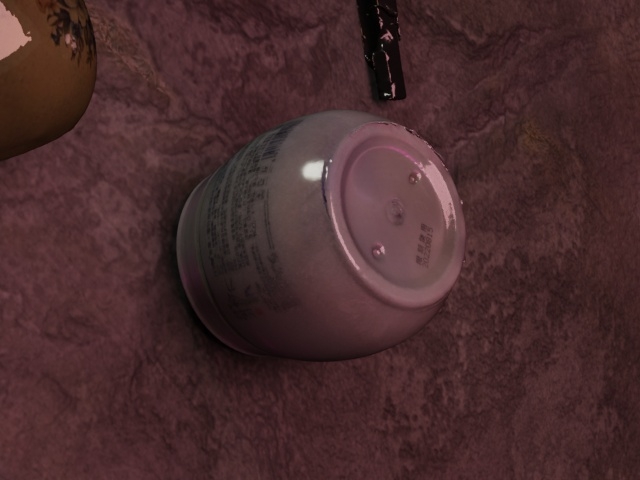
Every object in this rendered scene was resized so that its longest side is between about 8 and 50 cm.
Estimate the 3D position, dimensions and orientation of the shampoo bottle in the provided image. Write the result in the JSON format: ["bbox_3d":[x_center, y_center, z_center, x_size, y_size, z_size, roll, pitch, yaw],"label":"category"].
[{"bbox_3d":[0.000,0.000,1.540,0.273,0.266,0.273,13,69,-39],"label":"shampoo bottle"}]

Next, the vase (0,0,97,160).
[{"bbox_3d":[-0.343,-0.241,1.301,0.329,0.240,0.302,-90,165,-69],"label":"vase"}]

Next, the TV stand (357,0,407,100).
[{"bbox_3d":[0.077,-0.308,1.855,0.036,0.042,0.249,-1,81,-47],"label":"TV stand"}]
